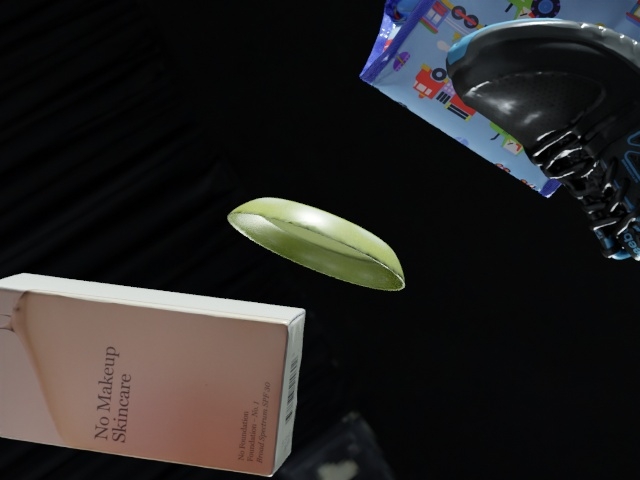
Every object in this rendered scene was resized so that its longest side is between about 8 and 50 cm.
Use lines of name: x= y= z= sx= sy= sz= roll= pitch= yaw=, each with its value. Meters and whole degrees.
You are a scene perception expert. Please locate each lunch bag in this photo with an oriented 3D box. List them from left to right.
lunch bag: x=0.212 y=-0.214 z=1.215 sx=0.221 sy=0.138 sz=0.293 roll=31 pitch=-46 yaw=-13

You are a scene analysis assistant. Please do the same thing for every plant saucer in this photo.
plant saucer: x=0.000 y=0.000 z=1.701 sx=0.241 sy=0.037 sz=0.241 roll=22 pitch=-11 yaw=4

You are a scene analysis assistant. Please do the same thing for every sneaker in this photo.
sneaker: x=0.248 y=-0.066 z=1.097 sx=0.341 sy=0.139 sz=0.125 roll=24 pitch=-25 yaw=-21

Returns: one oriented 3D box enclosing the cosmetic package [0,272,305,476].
cosmetic package: x=-0.180 y=0.132 z=1.361 sx=0.310 sy=0.113 sz=0.160 roll=6 pitch=-85 yaw=7
